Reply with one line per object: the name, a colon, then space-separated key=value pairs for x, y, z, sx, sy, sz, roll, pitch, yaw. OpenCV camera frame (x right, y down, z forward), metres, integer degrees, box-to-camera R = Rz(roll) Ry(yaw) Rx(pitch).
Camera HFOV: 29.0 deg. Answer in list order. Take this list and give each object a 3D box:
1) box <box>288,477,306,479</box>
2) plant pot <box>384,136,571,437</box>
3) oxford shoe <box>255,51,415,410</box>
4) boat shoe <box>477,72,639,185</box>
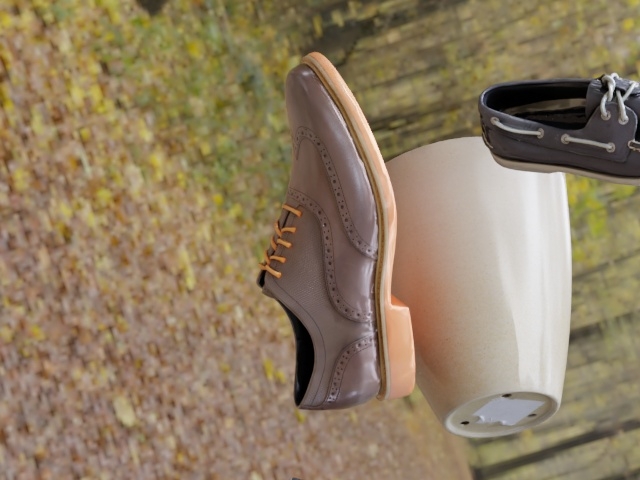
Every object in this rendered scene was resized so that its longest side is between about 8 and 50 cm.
box: x=0.102 y=0.475 z=1.356 sx=0.212 sy=0.395 sz=0.293 roll=-94 pitch=-155 yaw=-60
plant pot: x=0.175 y=0.068 z=1.376 sx=0.256 sy=0.256 sz=0.274 roll=65 pitch=14 yaw=-58
oxford shoe: x=0.000 y=0.000 z=1.225 sx=0.130 sy=0.133 sz=0.363 roll=-154 pitch=-128 yaw=-73
boat shoe: x=0.211 y=-0.089 z=0.926 sx=0.065 sy=0.206 sz=0.075 roll=55 pitch=50 yaw=-41
